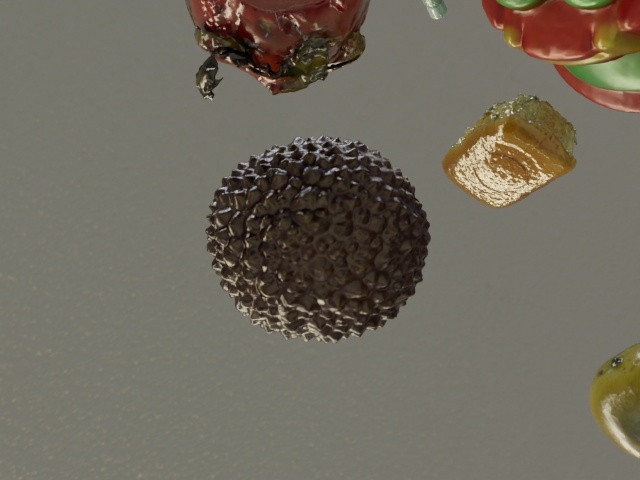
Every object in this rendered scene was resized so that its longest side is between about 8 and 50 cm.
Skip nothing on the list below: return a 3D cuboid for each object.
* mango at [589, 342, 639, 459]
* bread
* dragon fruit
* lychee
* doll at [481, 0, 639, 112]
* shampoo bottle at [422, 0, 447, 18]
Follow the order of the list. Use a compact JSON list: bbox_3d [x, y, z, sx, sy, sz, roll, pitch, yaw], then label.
[{"bbox_3d":[0.702,0.324,1.605,0.365,0.252,0.182,14,-145,26],"label":"mango"},{"bbox_3d":[0.341,-0.156,1.522,0.174,0.245,0.121,42,-125,-10],"label":"bread"},{"bbox_3d":[-0.054,-0.308,1.037,0.250,0.291,0.268,-13,-91,-9],"label":"dragon fruit"},{"bbox_3d":[0.000,0.000,1.191,0.330,0.306,0.306,-25,-99,-45],"label":"lychee"},{"bbox_3d":[0.265,-0.180,0.638,0.363,0.183,0.160,-14,-76,-44],"label":"doll"},{"bbox_3d":[0.186,-0.487,1.545,0.190,0.069,0.041,51,-132,-48],"label":"shampoo bottle"}]
